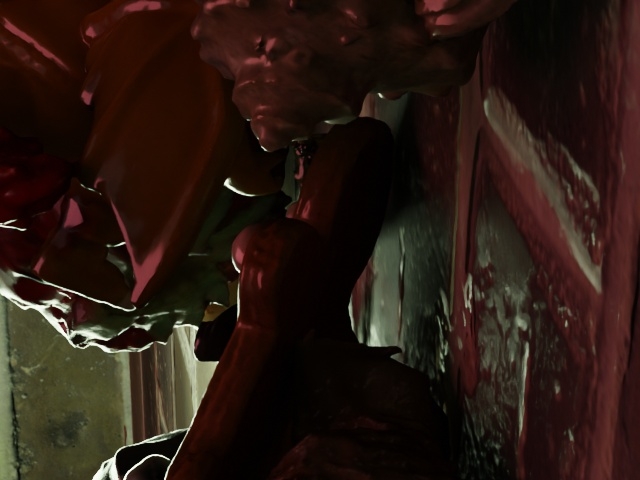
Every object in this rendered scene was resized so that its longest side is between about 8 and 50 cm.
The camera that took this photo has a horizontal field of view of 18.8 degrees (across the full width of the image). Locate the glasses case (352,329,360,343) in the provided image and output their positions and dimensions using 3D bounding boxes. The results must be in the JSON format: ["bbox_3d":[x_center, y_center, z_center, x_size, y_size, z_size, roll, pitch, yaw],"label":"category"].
[{"bbox_3d":[-0.022,0.186,1.525,0.425,0.098,0.156,102,149,-59],"label":"glasses case"}]

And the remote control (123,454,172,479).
[{"bbox_3d":[-0.054,0.292,1.508,0.296,0.056,0.140,43,152,25],"label":"remote control"}]

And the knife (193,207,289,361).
[{"bbox_3d":[-0.022,0.011,1.305,0.245,0.019,0.072,-39,-47,-58],"label":"knife"}]

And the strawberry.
[{"bbox_3d":[-0.192,-0.101,1.701,0.345,0.295,0.317,58,174,24],"label":"strawberry"}]

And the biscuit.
[{"bbox_3d":[-0.026,0.063,1.223,0.205,0.049,0.324,62,-133,-65],"label":"biscuit"}]

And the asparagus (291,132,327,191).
[{"bbox_3d":[0.000,0.000,1.492,0.030,0.036,0.165,17,111,63],"label":"asparagus"}]

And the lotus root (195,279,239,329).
[{"bbox_3d":[-0.112,-0.016,1.893,0.125,0.118,0.220,6,105,62],"label":"lotus root"}]

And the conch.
[{"bbox_3d":[0.006,-0.218,0.879,0.297,0.210,0.352,2,95,62],"label":"conch"}]

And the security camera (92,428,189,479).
[{"bbox_3d":[-0.103,0.337,1.861,0.191,0.197,0.277,114,141,-55],"label":"security camera"}]

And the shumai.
[{"bbox_3d":[0.032,0.144,1.151,0.206,0.166,0.175,114,173,-60],"label":"shumai"}]

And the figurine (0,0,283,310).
[{"bbox_3d":[-0.099,-0.157,1.177,0.401,0.268,0.387,42,102,41],"label":"figurine"}]
